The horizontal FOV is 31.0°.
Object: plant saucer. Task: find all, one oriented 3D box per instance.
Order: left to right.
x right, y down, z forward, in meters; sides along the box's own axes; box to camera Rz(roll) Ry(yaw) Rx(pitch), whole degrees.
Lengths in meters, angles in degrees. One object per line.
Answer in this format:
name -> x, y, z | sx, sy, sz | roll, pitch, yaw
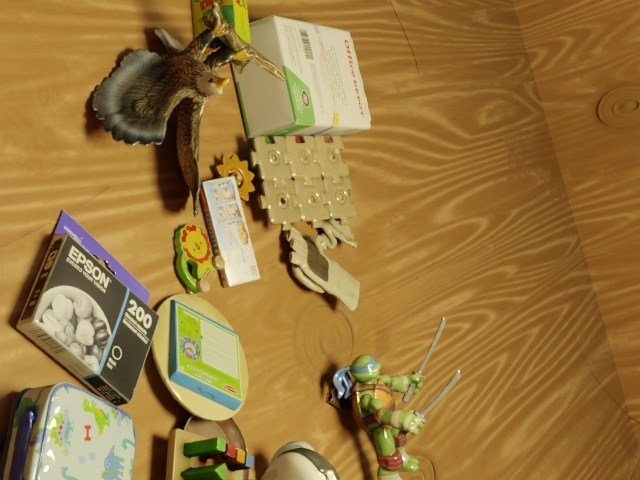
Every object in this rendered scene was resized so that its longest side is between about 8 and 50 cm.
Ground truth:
plant saucer -> -0.168, 0.336, 1.753 | 0.168, 0.029, 0.168 | 33, 49, -49

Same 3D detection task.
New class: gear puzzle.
gear puzzle -> -0.067, -0.101, 2.068 | 0.339, 0.044, 0.175 | -6, 83, -48

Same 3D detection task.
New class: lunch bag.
lunch bag -> -0.323, 0.297, 1.452 | 0.176, 0.090, 0.219 | 38, 46, -47

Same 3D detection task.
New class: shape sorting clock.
shape sorting clock -> -0.185, 0.179, 1.771 | 0.206, 0.040, 0.206 | 40, 33, -33

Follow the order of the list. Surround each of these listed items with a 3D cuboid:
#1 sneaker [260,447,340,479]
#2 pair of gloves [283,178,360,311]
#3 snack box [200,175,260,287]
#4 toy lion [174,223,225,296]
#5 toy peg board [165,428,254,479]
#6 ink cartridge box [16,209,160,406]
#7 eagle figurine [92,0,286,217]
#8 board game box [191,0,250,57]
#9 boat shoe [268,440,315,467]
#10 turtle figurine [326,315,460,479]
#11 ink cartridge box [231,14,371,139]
sneaker -> -0.114, 0.497, 1.539 | 0.257, 0.169, 0.447 | 15, 88, -52
pair of gloves -> 0.000, 0.000, 2.168 | 0.204, 0.042, 0.240 | 36, 42, -40
snack box -> -0.152, -0.015, 1.919 | 0.064, 0.022, 0.178 | -14, 90, -35
toy lion -> -0.201, 0.025, 1.838 | 0.096, 0.034, 0.100 | 54, 36, -20
toy peg board -> -0.143, 0.365, 1.674 | 0.160, 0.079, 0.161 | 31, 53, -49
ink cartridge box -> -0.311, 0.091, 1.610 | 0.206, 0.045, 0.208 | 49, 38, -37
eagle figurine -> -0.214, -0.221, 1.816 | 0.226, 0.225, 0.298 | 31, 76, 2
board game box -> -0.177, -0.417, 2.009 | 0.043, 0.092, 0.181 | 17, 63, -54
boat shoe -> -0.007, 0.465, 1.883 | 0.105, 0.113, 0.306 | -26, 102, -66
turtle figurine -> 0.166, 0.322, 2.112 | 0.274, 0.198, 0.266 | -17, 114, -20
ink cartridge box -> -0.036, -0.295, 2.163 | 0.278, 0.117, 0.201 | -6, 82, -59
